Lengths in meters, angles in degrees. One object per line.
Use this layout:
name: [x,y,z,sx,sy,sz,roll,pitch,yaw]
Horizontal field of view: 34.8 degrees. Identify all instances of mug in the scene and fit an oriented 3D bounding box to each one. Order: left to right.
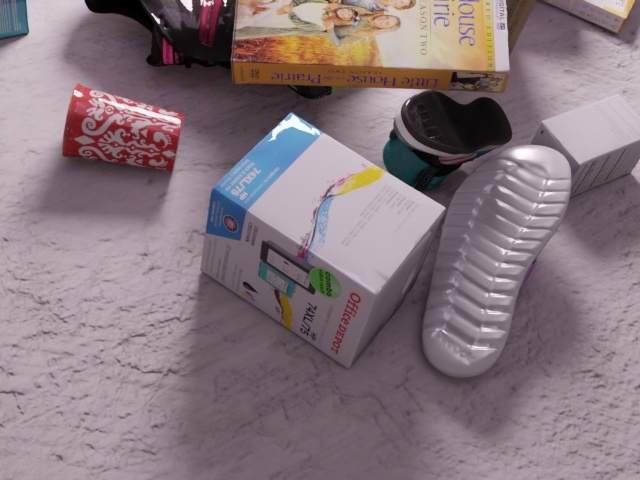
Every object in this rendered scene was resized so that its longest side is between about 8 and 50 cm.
mug: [-0.300,-0.183,1.583,0.169,0.113,0.150,12,54,-8]

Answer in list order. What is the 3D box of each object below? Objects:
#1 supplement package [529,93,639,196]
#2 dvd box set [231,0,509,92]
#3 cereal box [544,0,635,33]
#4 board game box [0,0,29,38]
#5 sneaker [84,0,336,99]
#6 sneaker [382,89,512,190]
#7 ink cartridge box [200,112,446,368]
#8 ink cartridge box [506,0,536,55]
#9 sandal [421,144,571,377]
supplement package: [0.452,-0.157,1.726,0.179,0.105,0.105,-20,61,-25]
dvd box set: [0.079,-0.379,1.602,0.420,0.062,0.307,3,65,0]
cereal box: [0.516,-0.522,2.048,0.240,0.047,0.173,27,52,9]
board game box: [-0.635,-0.406,1.584,0.336,0.254,0.079,-18,59,-24]
sneaker: [-0.186,-0.347,1.716,0.483,0.185,0.202,29,72,13]
sneaker: [0.159,-0.154,1.606,0.295,0.178,0.124,-6,71,-53]
ink cartridge box: [0.000,0.000,1.454,0.270,0.198,0.197,32,53,13]
ink cartridge box: [0.274,-0.432,1.809,0.193,0.234,0.088,11,57,-5]
sandal: [0.257,0.028,1.559,0.169,0.102,0.416,19,64,21]
